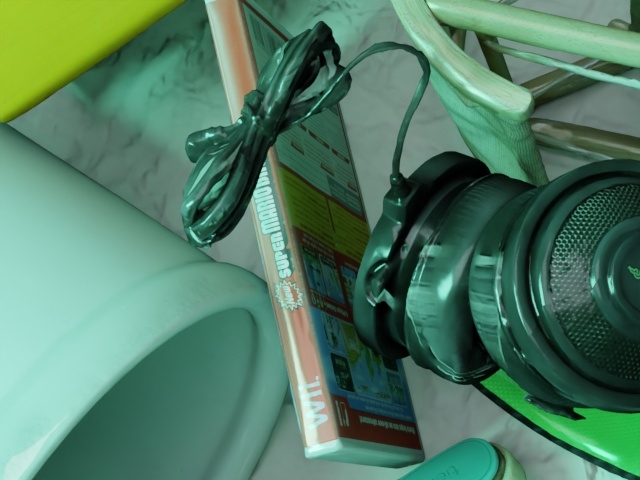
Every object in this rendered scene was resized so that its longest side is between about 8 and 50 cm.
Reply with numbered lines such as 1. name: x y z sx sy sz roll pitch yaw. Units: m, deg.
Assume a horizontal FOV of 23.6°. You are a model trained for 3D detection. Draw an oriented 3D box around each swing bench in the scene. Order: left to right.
1. swing bench: 0.177 -0.115 0.925 0.255 0.253 0.165 -4 78 13

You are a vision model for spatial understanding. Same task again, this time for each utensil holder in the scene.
1. utensil holder: -0.261 0.065 0.960 0.385 0.327 0.327 34 88 19

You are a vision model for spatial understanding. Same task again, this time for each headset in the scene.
1. headset: 0.096 0.040 0.840 0.243 0.394 0.185 8 57 55

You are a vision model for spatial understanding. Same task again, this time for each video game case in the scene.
1. video game case: 0.000 0.000 0.969 0.025 0.204 0.285 -17 75 14

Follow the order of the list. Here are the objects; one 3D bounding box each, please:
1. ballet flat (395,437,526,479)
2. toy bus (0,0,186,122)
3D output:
1. ballet flat: 0.024 0.213 0.988 0.248 0.086 0.086 -25 75 6
2. toy bus: -0.092 -0.220 0.926 0.333 0.108 0.130 -35 34 2
